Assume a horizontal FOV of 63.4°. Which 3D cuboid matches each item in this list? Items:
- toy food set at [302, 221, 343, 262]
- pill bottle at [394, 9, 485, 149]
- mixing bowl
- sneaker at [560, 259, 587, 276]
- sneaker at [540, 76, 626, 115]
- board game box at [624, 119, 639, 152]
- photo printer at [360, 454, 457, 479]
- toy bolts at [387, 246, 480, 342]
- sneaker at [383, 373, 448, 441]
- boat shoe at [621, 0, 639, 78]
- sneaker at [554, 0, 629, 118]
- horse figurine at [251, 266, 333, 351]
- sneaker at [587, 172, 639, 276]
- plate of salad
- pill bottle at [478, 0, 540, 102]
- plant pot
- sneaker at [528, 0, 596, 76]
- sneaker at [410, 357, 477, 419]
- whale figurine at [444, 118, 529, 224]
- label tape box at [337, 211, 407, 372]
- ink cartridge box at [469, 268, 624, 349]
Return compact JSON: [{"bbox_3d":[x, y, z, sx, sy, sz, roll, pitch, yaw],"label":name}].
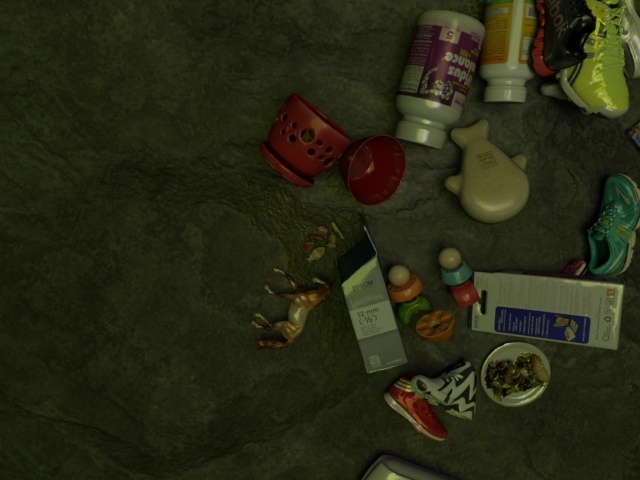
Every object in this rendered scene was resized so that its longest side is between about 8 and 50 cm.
[{"bbox_3d":[0.000,0.000,1.418,0.122,0.019,0.078,-31,99,14],"label":"toy food set"},{"bbox_3d":[0.280,-0.383,1.265,0.169,0.169,0.302,14,101,-2],"label":"pill bottle"},{"bbox_3d":[0.119,-0.189,1.324,0.181,0.098,0.182,-14,119,-27],"label":"mixing bowl"},{"bbox_3d":[0.690,0.136,1.419,0.074,0.063,0.171,22,105,-4],"label":"sneaker"},{"bbox_3d":[0.666,-0.366,1.319,0.212,0.080,0.094,-3,113,0],"label":"sneaker"},{"bbox_3d":[0.864,-0.279,1.358,0.090,0.020,0.090,-41,98,6],"label":"board game box"},{"bbox_3d":[0.251,0.785,1.524,0.307,0.107,0.256,23,100,-4],"label":"photo printer"},{"bbox_3d":[0.299,0.125,1.349,0.228,0.218,0.159,-27,113,-2],"label":"toy bolts"},{"bbox_3d":[0.300,0.468,1.474,0.221,0.087,0.128,36,100,-8],"label":"sneaker"},{"bbox_3d":[0.725,-0.522,1.277,0.096,0.098,0.277,-19,91,4],"label":"boat shoe"},{"bbox_3d":[0.631,-0.470,1.202,0.145,0.147,0.385,-16,84,-17],"label":"sneaker"},{"bbox_3d":[-0.089,0.198,1.434,0.174,0.066,0.264,23,98,2],"label":"horse figurine"},{"bbox_3d":[0.760,-0.036,1.348,0.109,0.107,0.276,-4,101,-23],"label":"sneaker"},{"bbox_3d":[0.559,0.387,1.475,0.199,0.048,0.200,0,102,0],"label":"plate of salad"},{"bbox_3d":[0.461,-0.463,1.264,0.136,0.136,0.246,2,101,0],"label":"pill bottle"},{"bbox_3d":[-0.046,-0.243,1.287,0.191,0.191,0.174,40,105,-7],"label":"plant pot"},{"bbox_3d":[0.542,-0.510,1.143,0.097,0.135,0.276,-10,105,-32],"label":"sneaker"},{"bbox_3d":[0.352,0.382,1.433,0.234,0.094,0.153,31,66,-19],"label":"sneaker"},{"bbox_3d":[0.423,-0.171,1.342,0.216,0.141,0.272,-19,76,4],"label":"whale figurine"},{"bbox_3d":[0.111,0.121,1.322,0.115,0.249,0.348,-18,101,3],"label":"label tape box"},{"bbox_3d":[0.596,0.176,1.390,0.370,0.069,0.176,4,102,21],"label":"ink cartridge box"}]
